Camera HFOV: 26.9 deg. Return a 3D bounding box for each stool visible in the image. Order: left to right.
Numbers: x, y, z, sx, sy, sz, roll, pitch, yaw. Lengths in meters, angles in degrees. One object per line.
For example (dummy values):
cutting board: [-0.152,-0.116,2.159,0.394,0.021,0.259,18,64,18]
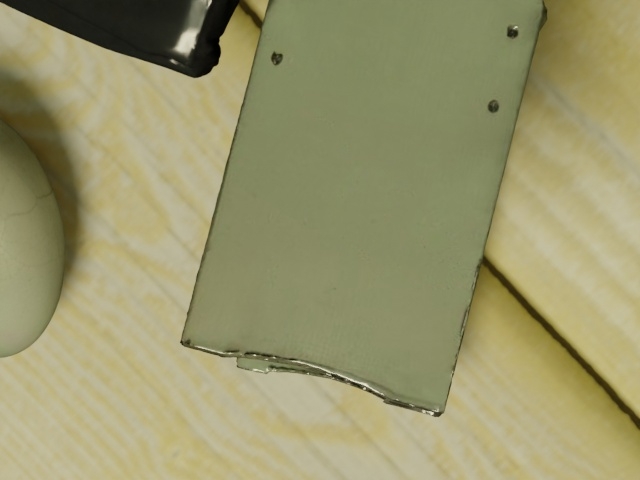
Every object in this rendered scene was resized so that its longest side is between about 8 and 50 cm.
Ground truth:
stool: [0.035,-0.028,0.912,0.170,0.243,0.269,14,82,6]

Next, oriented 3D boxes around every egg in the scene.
egg: [-0.277,-0.007,1.042,0.151,0.151,0.209,-18,104,11]

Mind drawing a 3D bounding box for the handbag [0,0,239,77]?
handbag: [-0.098,-0.281,0.956,0.275,0.178,0.301,27,101,18]
